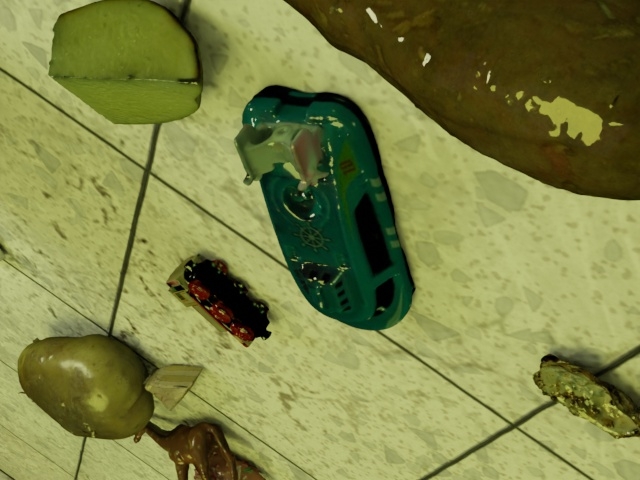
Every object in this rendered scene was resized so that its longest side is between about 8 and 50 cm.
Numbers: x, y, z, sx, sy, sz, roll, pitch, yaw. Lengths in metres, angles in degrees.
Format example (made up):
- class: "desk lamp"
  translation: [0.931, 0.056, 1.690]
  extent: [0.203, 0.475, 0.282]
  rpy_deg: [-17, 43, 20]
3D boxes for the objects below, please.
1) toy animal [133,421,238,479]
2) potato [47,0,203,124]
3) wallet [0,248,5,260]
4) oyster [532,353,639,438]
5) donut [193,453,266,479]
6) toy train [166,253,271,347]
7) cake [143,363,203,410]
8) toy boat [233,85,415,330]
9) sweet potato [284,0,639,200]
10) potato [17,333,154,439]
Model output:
- class: "toy animal"
  translation: [-0.239, 0.358, 1.497]
  extent: [0.224, 0.066, 0.229]
  rpy_deg: [-47, 57, 34]
- class: "potato"
  translation: [-0.155, -0.161, 0.815]
  extent: [0.149, 0.081, 0.120]
  rpy_deg: [5, 170, 15]
- class: "wallet"
  translation: [-0.561, -0.032, 1.359]
  extent: [0.095, 0.033, 0.190]
  rpy_deg: [12, 140, 35]
- class: "oyster"
  translation: [0.265, 0.152, 0.842]
  extent: [0.132, 0.029, 0.086]
  rpy_deg: [43, 153, -17]
- class: "donut"
  translation: [-0.165, 0.415, 1.531]
  extent: [0.117, 0.065, 0.166]
  rpy_deg: [44, 145, -15]
- class: "toy train"
  translation: [-0.122, 0.077, 1.083]
  extent: [0.138, 0.050, 0.087]
  rpy_deg: [45, 151, -16]
- class: "cake"
  translation: [-0.209, 0.220, 1.341]
  extent: [0.121, 0.052, 0.065]
  rpy_deg: [-15, 117, 49]
- class: "toy boat"
  translation: [0.000, 0.000, 0.839]
  extent: [0.134, 0.092, 0.298]
  rpy_deg: [10, 139, 29]
- class: "sweet potato"
  translation: [0.077, -0.142, 0.561]
  extent: [0.423, 0.130, 0.130]
  rpy_deg: [32, 147, 15]
- class: "potato"
  translation: [-0.394, 0.238, 1.452]
  extent: [0.296, 0.141, 0.191]
  rpy_deg: [6, 134, 41]
